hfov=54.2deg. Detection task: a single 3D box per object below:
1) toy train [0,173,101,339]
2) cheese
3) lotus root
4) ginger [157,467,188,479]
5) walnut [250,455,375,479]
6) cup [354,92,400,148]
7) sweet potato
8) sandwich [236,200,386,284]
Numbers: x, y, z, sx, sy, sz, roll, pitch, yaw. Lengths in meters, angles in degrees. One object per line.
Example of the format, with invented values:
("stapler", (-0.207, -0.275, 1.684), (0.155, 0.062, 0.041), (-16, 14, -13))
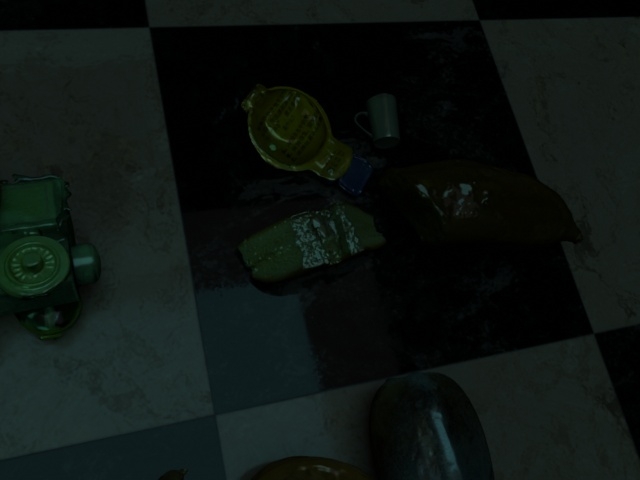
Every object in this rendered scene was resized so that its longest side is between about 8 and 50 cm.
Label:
("toy train", (-0.432, 0.029, 0.816), (0.271, 0.159, 0.188), (-10, 63, -19))
("cheese", (-0.022, -0.165, 1.050), (0.250, 0.064, 0.157), (36, 65, -10))
("lotus root", (0.166, 0.342, 0.861), (0.158, 0.140, 0.323), (-8, 74, -19))
("ginger", (-0.216, 0.369, 0.739), (0.132, 0.059, 0.214), (-18, 32, -1))
("walnut", (-0.004, 0.355, 0.797), (0.206, 0.159, 0.159), (18, 66, -7))
("cup", (0.103, -0.210, 1.106), (0.074, 0.054, 0.083), (0, 72, -17))
("sweet potato", (0.282, -0.057, 1.047), (0.369, 0.158, 0.158), (3, 69, -17))
("sandwich", (0.000, 0.000, 0.976), (0.244, 0.088, 0.090), (-16, 78, -21))
